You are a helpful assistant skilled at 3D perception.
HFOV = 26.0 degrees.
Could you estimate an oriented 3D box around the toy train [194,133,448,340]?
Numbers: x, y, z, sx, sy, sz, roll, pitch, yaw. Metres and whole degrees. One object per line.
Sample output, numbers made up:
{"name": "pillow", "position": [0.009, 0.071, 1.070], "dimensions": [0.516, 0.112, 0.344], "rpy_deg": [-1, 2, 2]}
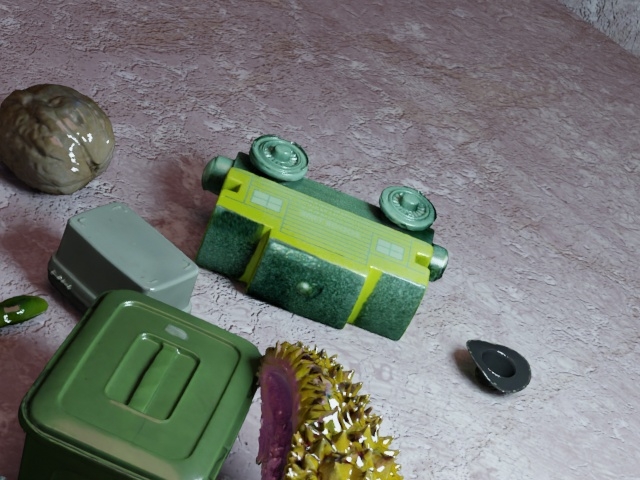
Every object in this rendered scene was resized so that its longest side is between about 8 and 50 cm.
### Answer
{"name": "toy train", "position": [0.000, 0.000, 2.287], "dimensions": [0.442, 0.179, 0.272], "rpy_deg": [21, 38, -5]}

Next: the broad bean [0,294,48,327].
{"name": "broad bean", "position": [-0.469, 0.122, 1.932], "dimensions": [0.069, 0.039, 0.227], "rpy_deg": [26, 33, 17]}

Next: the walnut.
{"name": "walnut", "position": [-0.440, -0.171, 2.267], "dimensions": [0.230, 0.178, 0.178], "rpy_deg": [29, 31, 29]}

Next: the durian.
{"name": "durian", "position": [0.018, 0.241, 1.721], "dimensions": [0.191, 0.112, 0.341], "rpy_deg": [9, 37, -10]}

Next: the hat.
{"name": "hat", "position": [0.281, 0.210, 2.254], "dimensions": [0.121, 0.050, 0.121], "rpy_deg": [19, 34, -14]}

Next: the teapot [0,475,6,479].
{"name": "teapot", "position": [-0.532, 0.256, 1.504], "dimensions": [0.344, 0.253, 0.300], "rpy_deg": [27, 55, -6]}

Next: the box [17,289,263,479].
{"name": "box", "position": [-0.234, 0.236, 1.788], "dimensions": [0.253, 0.177, 0.328], "rpy_deg": [23, 34, 3]}

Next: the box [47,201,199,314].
{"name": "box", "position": [-0.293, 0.051, 2.057], "dimensions": [0.210, 0.129, 0.148], "rpy_deg": [39, 37, 22]}
